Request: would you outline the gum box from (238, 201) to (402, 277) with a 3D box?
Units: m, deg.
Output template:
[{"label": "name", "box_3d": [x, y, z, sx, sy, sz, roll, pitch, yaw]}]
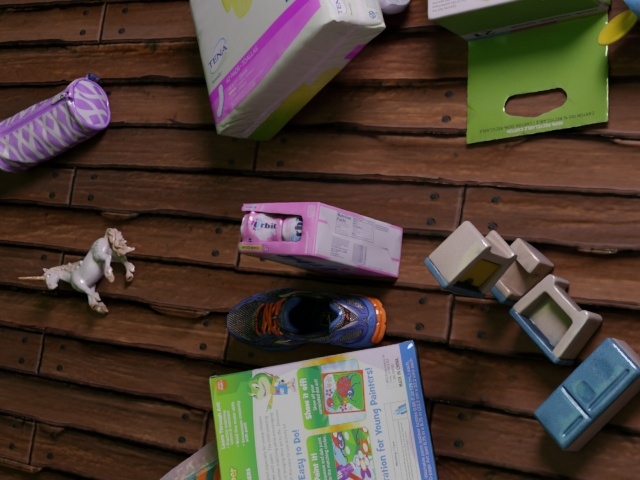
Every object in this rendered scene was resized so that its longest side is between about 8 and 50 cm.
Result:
[{"label": "gum box", "box_3d": [0.000, 0.000, 1.502, 0.107, 0.188, 0.062, 1, 81, 36]}]

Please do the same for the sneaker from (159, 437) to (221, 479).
[{"label": "sneaker", "box_3d": [-0.114, 0.321, 1.572, 0.302, 0.108, 0.121, -43, 55, 20]}]

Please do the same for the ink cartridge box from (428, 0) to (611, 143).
[{"label": "ink cartridge box", "box_3d": [0.222, -0.254, 1.448, 0.188, 0.097, 0.255, -7, 76, 35]}]

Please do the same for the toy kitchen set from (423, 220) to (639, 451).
[{"label": "toy kitchen set", "box_3d": [0.209, 0.101, 1.342, 0.122, 0.166, 0.207, -50, 56, 17]}]

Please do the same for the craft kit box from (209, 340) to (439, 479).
[{"label": "craft kit box", "box_3d": [0.009, 0.259, 1.468, 0.246, 0.061, 0.250, -10, 73, 5]}]

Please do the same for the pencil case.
[{"label": "pencil case", "box_3d": [-0.401, -0.167, 1.893, 0.206, 0.088, 0.086, -25, 66, 31]}]

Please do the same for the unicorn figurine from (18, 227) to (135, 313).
[{"label": "unicorn figurine", "box_3d": [-0.328, 0.047, 1.822, 0.162, 0.060, 0.111, -42, 58, 4]}]

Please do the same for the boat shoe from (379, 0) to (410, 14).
[{"label": "boat shoe", "box_3d": [0.046, -0.357, 1.621, 0.076, 0.083, 0.226, -52, 49, 44]}]

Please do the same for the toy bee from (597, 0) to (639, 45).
[{"label": "toy bee", "box_3d": [0.368, -0.299, 1.338, 0.195, 0.162, 0.298, -11, 99, 26]}]

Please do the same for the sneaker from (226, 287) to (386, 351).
[{"label": "sneaker", "box_3d": [-0.030, 0.091, 1.570, 0.221, 0.087, 0.083, -7, 76, 35]}]

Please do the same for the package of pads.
[{"label": "package of pads", "box_3d": [-0.053, -0.290, 1.600, 0.296, 0.101, 0.229, -38, 58, 49]}]
